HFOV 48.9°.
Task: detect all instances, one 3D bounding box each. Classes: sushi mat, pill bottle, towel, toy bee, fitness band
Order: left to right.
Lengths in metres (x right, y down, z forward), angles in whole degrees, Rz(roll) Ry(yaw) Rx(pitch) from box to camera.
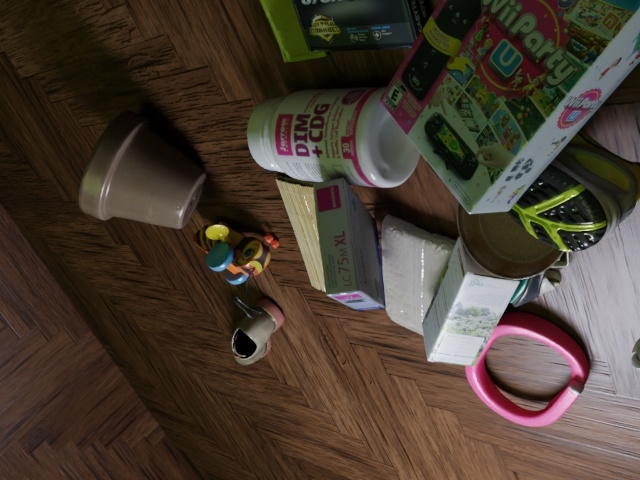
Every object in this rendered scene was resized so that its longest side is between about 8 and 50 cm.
[{"bbox_3d":[-0.178,0.035,1.685,0.298,0.162,0.195,46,180,22],"label":"toy bee"},{"bbox_3d":[-0.069,-0.410,1.172,0.102,0.021,0.237,8,132,44],"label":"towel"},{"bbox_3d":[0.000,0.000,1.537,0.151,0.019,0.316,14,136,37],"label":"sushi mat"},{"bbox_3d":[0.017,-0.178,1.200,0.283,0.160,0.160,9,132,42],"label":"pill bottle"},{"bbox_3d":[0.210,0.086,1.379,0.187,0.049,0.282,23,139,28],"label":"towel"},{"bbox_3d":[0.389,0.253,1.356,0.209,0.054,0.291,35,144,16],"label":"fitness band"}]

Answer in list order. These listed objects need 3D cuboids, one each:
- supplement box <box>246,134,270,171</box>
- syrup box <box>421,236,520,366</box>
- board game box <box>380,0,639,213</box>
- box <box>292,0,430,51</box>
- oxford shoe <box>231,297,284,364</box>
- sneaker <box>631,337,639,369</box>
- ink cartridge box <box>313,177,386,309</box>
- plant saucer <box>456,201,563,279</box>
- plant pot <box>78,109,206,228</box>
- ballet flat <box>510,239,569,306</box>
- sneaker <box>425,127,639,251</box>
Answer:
[{"bbox_3d":[-0.081,-0.191,1.362,0.056,0.083,0.083,-3,123,47],"label":"supplement box"},{"bbox_3d":[0.260,0.112,1.246,0.093,0.096,0.237,8,131,-7],"label":"syrup box"},{"bbox_3d":[0.227,-0.215,0.842,0.224,0.097,0.303,57,132,28],"label":"board game box"},{"bbox_3d":[0.050,-0.375,1.053,0.220,0.051,0.175,12,134,41],"label":"box"},{"bbox_3d":[-0.210,0.280,1.962,0.123,0.130,0.348,39,146,9],"label":"oxford shoe"},{"bbox_3d":[0.587,0.174,1.044,0.095,0.090,0.235,40,152,-16],"label":"sneaker"},{"bbox_3d":[0.059,0.022,1.235,0.065,0.186,0.311,-10,167,14],"label":"ink cartridge box"},{"bbox_3d":[0.304,-0.040,1.086,0.198,0.036,0.198,3,95,45],"label":"plant saucer"},{"bbox_3d":[-0.399,-0.141,1.654,0.229,0.263,0.263,24,145,-2],"label":"plant pot"},{"bbox_3d":[0.364,0.042,1.145,0.074,0.074,0.203,28,137,24],"label":"ballet flat"},{"bbox_3d":[0.277,-0.128,1.003,0.385,0.147,0.145,46,150,35],"label":"sneaker"}]
